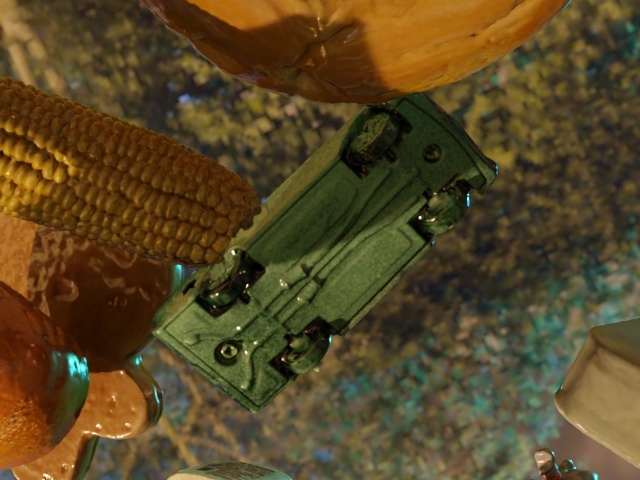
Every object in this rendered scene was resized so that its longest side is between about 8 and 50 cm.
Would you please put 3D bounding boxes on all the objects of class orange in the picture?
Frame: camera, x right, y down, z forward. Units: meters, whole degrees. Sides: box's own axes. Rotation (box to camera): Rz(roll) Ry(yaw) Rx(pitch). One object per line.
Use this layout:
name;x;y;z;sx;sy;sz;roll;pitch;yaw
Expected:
orange;-0.312;0.126;1.322;0.161;0.193;0.193;-51;-174;-6

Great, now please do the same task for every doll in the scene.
doll;0.136;0.145;0.783;0.039;0.057;0.114;-32;160;23

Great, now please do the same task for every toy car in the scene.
toy car;0.000;0.000;1.268;0.321;0.141;0.097;-45;-156;6

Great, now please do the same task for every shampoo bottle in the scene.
shampoo bottle;-0.051;0.178;0.988;0.077;0.045;0.152;11;-179;19

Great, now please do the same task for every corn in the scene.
corn;-0.187;-0.053;1.034;0.106;0.293;0.106;-159;-90;-80

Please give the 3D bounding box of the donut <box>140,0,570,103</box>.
donut;0.030;-0.294;1.041;0.449;0.449;0.198;-24;-146;24

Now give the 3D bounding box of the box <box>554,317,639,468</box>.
box;0.443;0.196;1.287;0.396;0.396;0.111;1;118;-58

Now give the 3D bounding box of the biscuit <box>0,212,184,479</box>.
biscuit;-0.264;0.084;1.451;0.052;0.275;0.355;-17;133;-67
